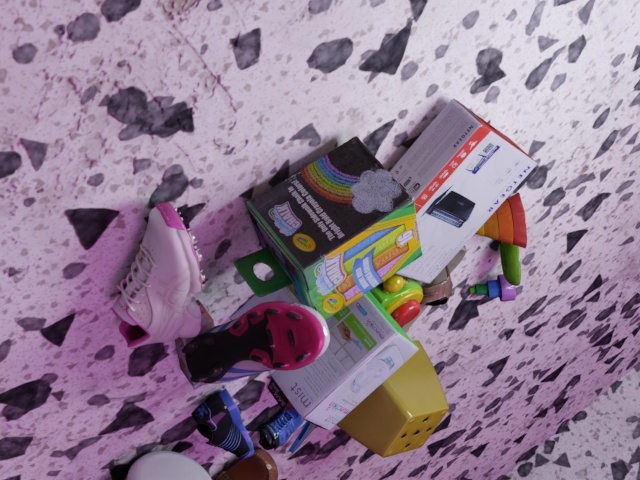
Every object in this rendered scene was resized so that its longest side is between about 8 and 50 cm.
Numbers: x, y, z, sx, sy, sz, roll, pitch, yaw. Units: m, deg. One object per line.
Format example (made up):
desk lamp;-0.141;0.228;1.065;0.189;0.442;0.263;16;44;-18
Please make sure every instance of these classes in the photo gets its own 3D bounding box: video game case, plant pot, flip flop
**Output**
video game case;-0.010;0.403;2.227;0.166;0.015;0.119;-61;168;29
plant pot;0.172;0.384;2.273;0.212;0.187;0.212;-4;133;-44
flip flop;0.238;0.120;2.120;0.112;0.080;0.277;11;119;-51

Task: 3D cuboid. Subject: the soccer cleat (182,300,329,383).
soccer cleat;-0.089;0.163;1.617;0.331;0.116;0.143;-18;176;41

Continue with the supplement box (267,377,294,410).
supplement box;0.000;0.246;2.040;0.130;0.073;0.239;-3;133;-44

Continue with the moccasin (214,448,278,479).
moccasin;-0.242;0.614;2.194;0.380;0.139;0.147;-41;157;19

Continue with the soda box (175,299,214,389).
soda box;-0.226;0.192;1.761;0.063;0.058;0.183;-27;144;-20

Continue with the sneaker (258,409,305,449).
sneaker;-0.088;0.415;2.165;0.085;0.058;0.152;-18;148;-45

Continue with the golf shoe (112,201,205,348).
golf shoe;-0.261;0.070;1.535;0.140;0.115;0.306;-20;141;-22

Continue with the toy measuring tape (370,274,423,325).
toy measuring tape;0.152;0.148;2.056;0.121;0.121;0.330;-29;155;-17

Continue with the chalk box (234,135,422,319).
chalk box;0.000;0.000;1.619;0.289;0.180;0.179;-32;146;-10

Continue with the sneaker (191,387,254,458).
sneaker;-0.204;0.395;2.014;0.090;0.081;0.232;-28;139;-13

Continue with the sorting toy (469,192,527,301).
sorting toy;0.384;0.032;2.178;0.126;0.127;0.365;-6;146;2

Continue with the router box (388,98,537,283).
router box;0.230;-0.083;1.854;0.335;0.082;0.301;-50;150;15

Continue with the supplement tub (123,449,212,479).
supplement tub;-0.346;0.583;1.984;0.191;0.191;0.272;0;130;-45

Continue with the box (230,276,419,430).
box;0.003;0.171;1.780;0.231;0.262;0.127;-44;147;4
